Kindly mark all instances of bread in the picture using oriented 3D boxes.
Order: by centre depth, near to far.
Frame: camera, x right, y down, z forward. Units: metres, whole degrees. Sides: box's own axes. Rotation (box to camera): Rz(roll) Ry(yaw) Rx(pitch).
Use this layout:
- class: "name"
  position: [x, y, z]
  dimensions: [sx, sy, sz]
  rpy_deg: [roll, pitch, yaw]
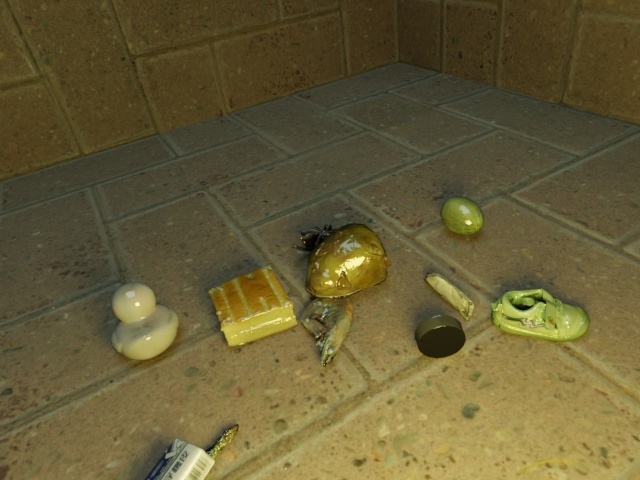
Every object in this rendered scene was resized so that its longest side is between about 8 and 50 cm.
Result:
- class: "bread"
  position: [-0.230, 0.208, 1.529]
  dimensions: [0.240, 0.110, 0.246]
  rpy_deg: [-17, 35, -14]

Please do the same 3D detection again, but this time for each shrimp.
- class: "shrimp"
  position: [0.011, 0.263, 1.446]
  dimensions: [0.165, 0.062, 0.316]
  rpy_deg: [-3, 31, 15]

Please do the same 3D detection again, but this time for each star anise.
- class: "star anise"
  position: [-0.001, 0.000, 1.794]
  dimensions: [0.232, 0.089, 0.209]
  rpy_deg: [-8, 22, -9]

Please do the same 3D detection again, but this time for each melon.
- class: "melon"
  position: [0.533, -0.096, 1.771]
  dimensions: [0.139, 0.139, 0.192]
  rpy_deg: [-21, 41, -17]

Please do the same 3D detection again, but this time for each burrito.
- class: "burrito"
  position: [0.411, 0.164, 1.496]
  dimensions: [0.058, 0.063, 0.229]
  rpy_deg: [-41, 40, 3]

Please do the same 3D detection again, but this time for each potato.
- class: "potato"
  position: [0.075, 0.053, 1.587]
  dimensions: [0.300, 0.196, 0.246]
  rpy_deg: [-18, 25, -21]

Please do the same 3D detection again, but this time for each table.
- class: "table"
  position: [0.333, 0.269, 1.299]
  dimensions: [0.134, 0.133, 0.043]
  rpy_deg: [-7, 36, 2]

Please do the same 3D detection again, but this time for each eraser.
- class: "eraser"
  position: [-0.346, 0.561, 1.042]
  dimensions: [0.125, 0.067, 0.210]
  rpy_deg: [-5, 37, 44]

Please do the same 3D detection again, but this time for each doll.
- class: "doll"
  position: [-0.568, 0.243, 1.469]
  dimensions: [0.221, 0.220, 0.251]
  rpy_deg: [-19, 36, -15]

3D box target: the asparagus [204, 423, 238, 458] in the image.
- class: "asparagus"
  position: [-0.264, 0.521, 1.161]
  dimensions: [0.165, 0.030, 0.036]
  rpy_deg: [-40, 17, -36]

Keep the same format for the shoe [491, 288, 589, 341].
- class: "shoe"
  position: [0.629, 0.218, 1.337]
  dimensions: [0.263, 0.128, 0.139]
  rpy_deg: [1, 50, 18]
